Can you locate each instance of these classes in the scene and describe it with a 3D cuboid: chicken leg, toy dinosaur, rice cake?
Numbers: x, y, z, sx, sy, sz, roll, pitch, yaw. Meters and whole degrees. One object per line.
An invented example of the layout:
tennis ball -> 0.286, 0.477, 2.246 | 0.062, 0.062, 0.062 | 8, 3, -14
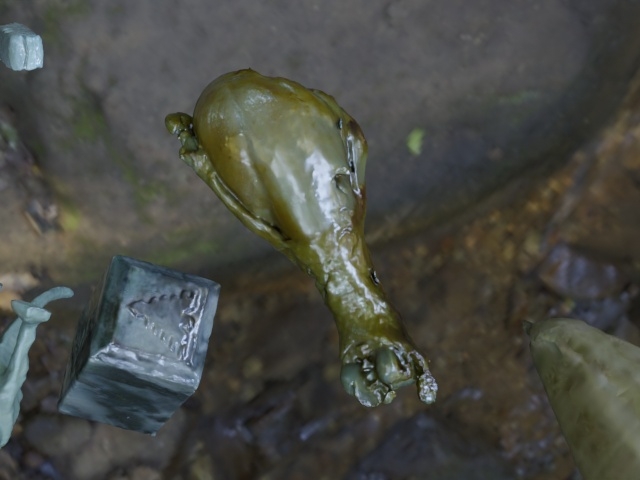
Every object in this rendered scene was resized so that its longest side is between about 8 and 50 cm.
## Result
chicken leg -> 0.000, 0.000, 1.651 | 0.201, 0.429, 0.152 | -23, 173, -36
toy dinosaur -> -0.302, 0.118, 1.373 | 0.092, 0.393, 0.206 | 15, 110, -6
rice cake -> -0.253, -0.161, 1.242 | 0.029, 0.171, 0.033 | -7, 103, -17

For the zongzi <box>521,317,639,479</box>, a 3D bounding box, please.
zongzi -> 0.204, 0.302, 0.706 | 0.218, 0.467, 0.500 | -40, 163, -46

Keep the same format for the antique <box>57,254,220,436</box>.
antique -> -0.142, 0.083, 1.157 | 0.086, 0.088, 0.183 | 15, 156, -13
